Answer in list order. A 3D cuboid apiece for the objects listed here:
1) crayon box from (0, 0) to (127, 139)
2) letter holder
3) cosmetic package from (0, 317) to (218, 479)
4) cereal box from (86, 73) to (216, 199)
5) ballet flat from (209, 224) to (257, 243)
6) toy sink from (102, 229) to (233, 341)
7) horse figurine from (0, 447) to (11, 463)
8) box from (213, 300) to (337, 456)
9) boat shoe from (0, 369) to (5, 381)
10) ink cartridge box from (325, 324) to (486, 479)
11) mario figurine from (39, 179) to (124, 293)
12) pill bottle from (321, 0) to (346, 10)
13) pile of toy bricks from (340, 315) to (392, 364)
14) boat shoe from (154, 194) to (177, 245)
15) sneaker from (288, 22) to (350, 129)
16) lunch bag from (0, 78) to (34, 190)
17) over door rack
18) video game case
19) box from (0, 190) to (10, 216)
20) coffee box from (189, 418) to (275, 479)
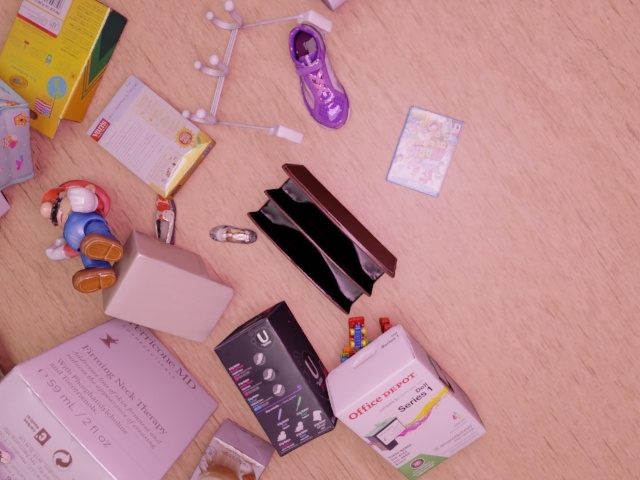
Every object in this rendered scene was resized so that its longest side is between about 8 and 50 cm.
[{"bbox_3d":[-0.602,-0.413,1.168,0.202,0.081,0.319,31,99,4],"label":"crayon box"},{"bbox_3d":[0.000,0.000,1.058,0.302,0.214,0.152,45,100,1],"label":"letter holder"},{"bbox_3d":[-0.492,0.410,1.084,0.327,0.393,0.329,-44,89,11],"label":"cosmetic package"},{"bbox_3d":[-0.382,-0.232,1.165,0.240,0.047,0.173,40,92,3],"label":"cereal box"},{"bbox_3d":[-0.203,-0.013,1.176,0.114,0.041,0.041,5,97,8],"label":"ballet flat"},{"bbox_3d":[-0.337,0.102,1.144,0.234,0.131,0.153,25,103,-33],"label":"toy sink"},{"bbox_3d":[-0.586,0.483,0.875,0.174,0.066,0.263,41,99,-3],"label":"horse figurine"},{"bbox_3d":[-0.083,0.293,1.128,0.143,0.165,0.270,-32,91,11],"label":"box"},{"bbox_3d":[-0.862,0.334,1.224,0.155,0.187,0.501,-22,105,15],"label":"boat shoe"},{"bbox_3d":[0.176,0.340,1.069,0.201,0.117,0.278,-39,115,10],"label":"ink cartridge box"},{"bbox_3d":[-0.537,-0.027,1.103,0.198,0.170,0.320,-42,46,-4],"label":"mario figurine"},{"bbox_3d":[0.109,-0.632,0.976,0.363,0.210,0.210,-39,90,11],"label":"pill bottle"},{"bbox_3d":[0.098,0.236,1.131,0.117,0.105,0.213,-5,117,-7],"label":"pile of toy bricks"},{"bbox_3d":[-0.362,-0.046,1.193,0.049,0.043,0.137,-1,95,10],"label":"boat shoe"},{"bbox_3d":[-0.010,-0.347,1.078,0.095,0.104,0.237,-21,94,8],"label":"sneaker"},{"bbox_3d":[-0.765,-0.260,1.108,0.262,0.160,0.223,36,133,9],"label":"lunch bag"},{"bbox_3d":[-0.151,-0.341,1.027,0.324,0.108,0.240,19,96,38],"label":"over door rack"},{"bbox_3d":[0.223,-0.190,1.106,0.119,0.015,0.167,19,99,6],"label":"video game case"},{"bbox_3d":[-0.911,-0.090,1.171,0.261,0.127,0.231,28,59,4],"label":"box"},{"bbox_3d":[-0.231,0.571,1.214,0.141,0.098,0.247,29,99,5],"label":"coffee box"}]
